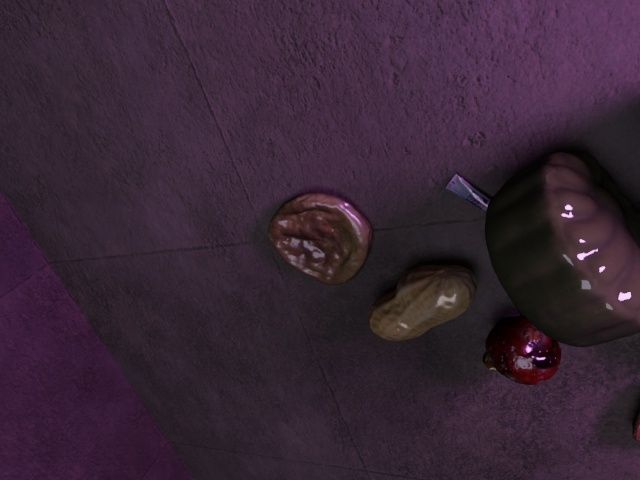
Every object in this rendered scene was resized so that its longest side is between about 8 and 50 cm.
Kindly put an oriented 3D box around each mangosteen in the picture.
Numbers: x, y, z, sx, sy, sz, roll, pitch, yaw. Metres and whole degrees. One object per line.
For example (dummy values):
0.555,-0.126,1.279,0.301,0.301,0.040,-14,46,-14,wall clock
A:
0.476,0.266,1.199,0.166,0.166,0.180,23,155,10,mangosteen

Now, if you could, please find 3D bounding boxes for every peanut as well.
0.239,0.155,1.236,0.152,0.152,0.313,43,133,-6,peanut

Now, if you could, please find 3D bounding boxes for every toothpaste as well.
0.353,-0.083,1.090,0.170,0.028,0.045,34,137,3,toothpaste

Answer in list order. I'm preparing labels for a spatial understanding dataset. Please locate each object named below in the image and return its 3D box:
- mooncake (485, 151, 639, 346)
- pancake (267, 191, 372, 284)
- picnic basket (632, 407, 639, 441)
0.475,0.011,0.914,0.351,0.351,0.187,44,141,-8,mooncake
0.000,0.000,1.304,0.295,0.049,0.294,13,128,17,pancake
0.814,0.409,1.190,0.110,0.054,0.193,11,127,20,picnic basket
